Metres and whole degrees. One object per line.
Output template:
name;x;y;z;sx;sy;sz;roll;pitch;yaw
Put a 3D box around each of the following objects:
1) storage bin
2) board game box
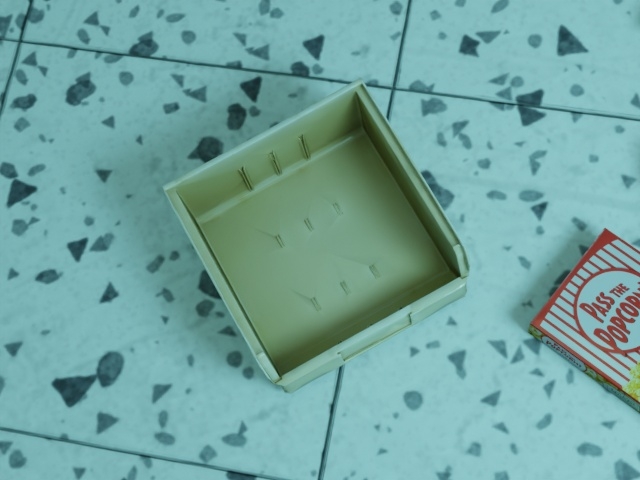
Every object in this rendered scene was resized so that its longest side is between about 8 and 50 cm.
storage bin;0.000;0.000;1.429;0.262;0.123;0.260;-29;71;-4
board game box;0.356;0.100;1.393;0.193;0.045;0.147;36;78;16
